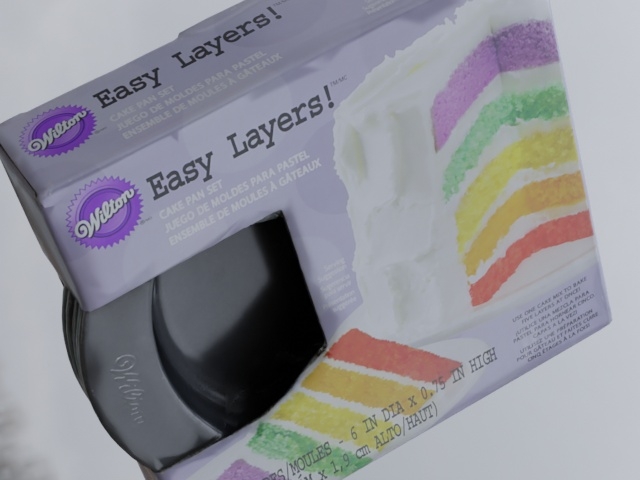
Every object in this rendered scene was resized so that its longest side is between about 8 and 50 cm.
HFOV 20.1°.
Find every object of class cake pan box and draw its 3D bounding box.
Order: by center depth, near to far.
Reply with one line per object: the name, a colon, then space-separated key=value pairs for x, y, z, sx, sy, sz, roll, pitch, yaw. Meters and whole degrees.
cake pan box: x=0.000 y=0.000 z=0.861 sx=0.070 sy=0.267 sz=0.246 roll=46 pitch=-22 yaw=50
